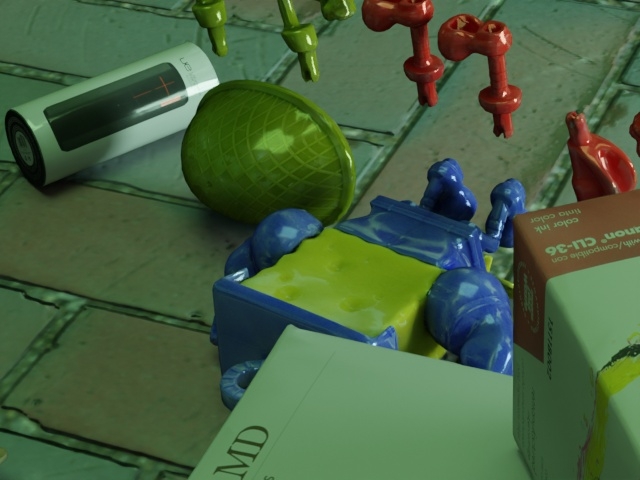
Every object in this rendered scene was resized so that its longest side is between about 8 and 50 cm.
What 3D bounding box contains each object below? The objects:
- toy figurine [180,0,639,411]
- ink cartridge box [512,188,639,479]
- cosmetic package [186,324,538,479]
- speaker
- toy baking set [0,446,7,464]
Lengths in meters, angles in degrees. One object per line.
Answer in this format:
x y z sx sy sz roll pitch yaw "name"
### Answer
0.000 0.000 0.954 0.362 0.191 0.217 21 47 33 "toy figurine"
0.123 0.086 0.605 0.067 0.115 0.198 -12 39 -8 "ink cartridge box"
0.118 0.180 0.706 0.365 0.155 0.197 12 41 19 "cosmetic package"
-0.134 -0.083 1.188 0.136 0.055 0.055 -24 40 -26 "speaker"
-0.165 0.191 0.831 0.197 0.030 0.256 -20 39 -26 "toy baking set"
